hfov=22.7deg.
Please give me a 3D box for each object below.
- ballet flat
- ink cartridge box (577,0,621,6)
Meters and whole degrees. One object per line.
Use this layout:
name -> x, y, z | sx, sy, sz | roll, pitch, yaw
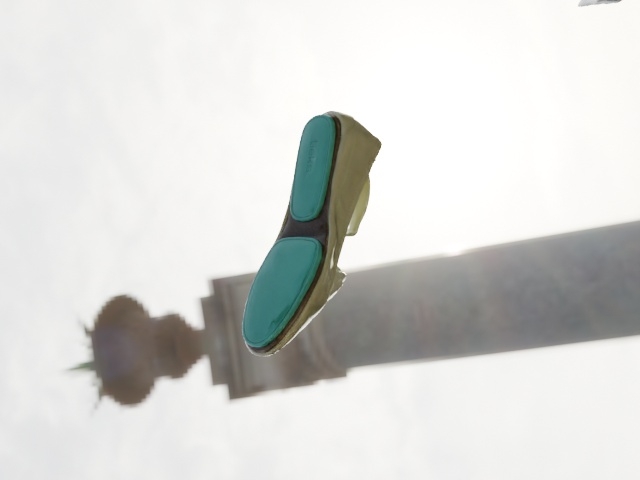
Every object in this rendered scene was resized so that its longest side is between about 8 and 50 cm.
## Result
ballet flat -> 0.000, 0.000, 1.516 | 0.086, 0.086, 0.248 | 29, -104, -52
ink cartridge box -> 0.192, -0.221, 1.011 | 0.092, 0.090, 0.143 | -141, 48, -78
